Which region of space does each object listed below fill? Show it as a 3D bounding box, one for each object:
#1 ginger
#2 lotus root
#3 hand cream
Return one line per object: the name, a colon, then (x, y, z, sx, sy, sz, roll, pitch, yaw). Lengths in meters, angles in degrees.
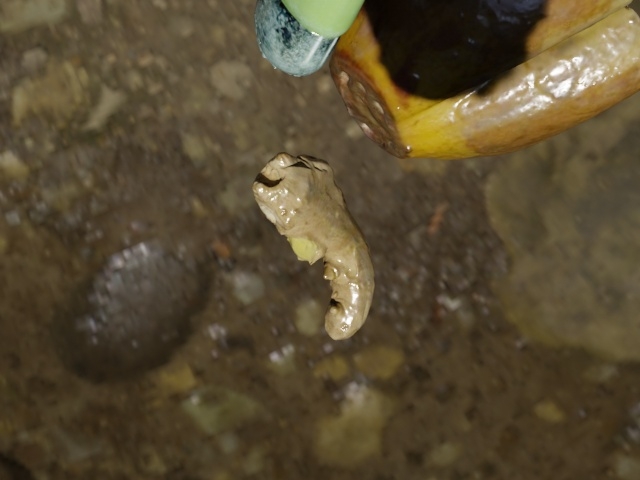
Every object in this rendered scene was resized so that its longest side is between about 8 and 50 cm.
ginger: (0.003, -0.001, 1.480, 0.069, 0.051, 0.173, -47, 120, -30)
lotus root: (0.099, -0.133, 1.194, 0.180, 0.199, 0.188, -37, 94, -6)
hand cream: (0.014, -0.165, 0.974, 0.046, 0.095, 0.175, 10, 130, -28)
